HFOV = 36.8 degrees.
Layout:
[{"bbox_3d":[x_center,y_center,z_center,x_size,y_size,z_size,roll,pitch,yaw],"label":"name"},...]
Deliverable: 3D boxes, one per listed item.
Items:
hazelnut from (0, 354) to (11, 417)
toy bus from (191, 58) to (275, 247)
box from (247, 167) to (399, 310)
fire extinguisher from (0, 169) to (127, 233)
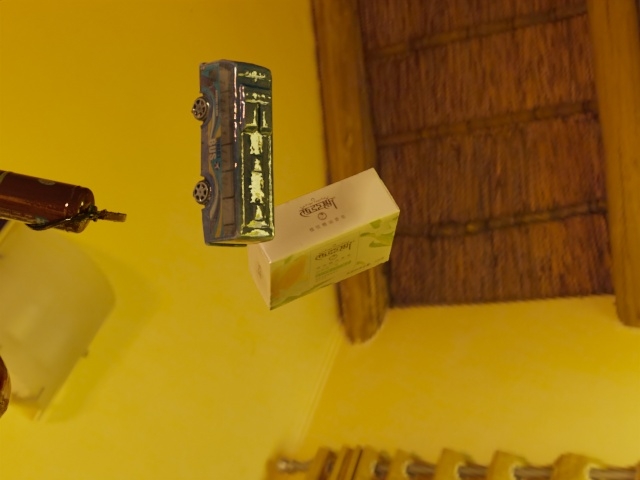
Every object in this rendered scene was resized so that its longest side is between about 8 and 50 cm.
[{"bbox_3d":[-0.622,0.239,1.588,0.229,0.229,0.229,14,-39,12],"label":"hazelnut"},{"bbox_3d":[-0.103,-0.111,1.212,0.094,0.236,0.079,-4,-4,40],"label":"toy bus"},{"bbox_3d":[0.000,0.000,1.758,0.260,0.111,0.194,-21,-26,-13],"label":"box"},{"bbox_3d":[-0.558,-0.076,1.891,0.341,0.141,0.105,12,-79,4],"label":"fire extinguisher"}]
